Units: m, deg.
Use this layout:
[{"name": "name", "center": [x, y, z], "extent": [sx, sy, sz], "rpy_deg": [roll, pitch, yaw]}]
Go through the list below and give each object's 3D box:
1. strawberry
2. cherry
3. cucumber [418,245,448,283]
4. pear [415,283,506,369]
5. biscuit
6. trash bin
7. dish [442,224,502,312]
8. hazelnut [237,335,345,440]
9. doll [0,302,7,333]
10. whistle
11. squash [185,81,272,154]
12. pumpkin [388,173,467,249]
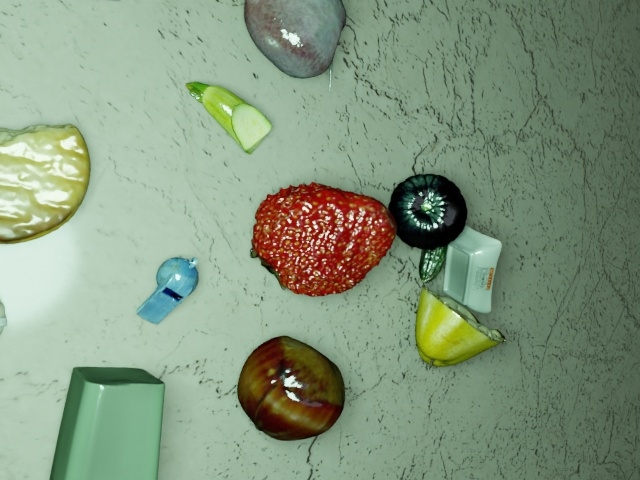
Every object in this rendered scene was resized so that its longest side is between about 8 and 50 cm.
[{"name": "strawberry", "center": [0.002, -0.004, 1.153], "extent": [0.260, 0.257, 0.261], "rpy_deg": [-5, 97, -37]}, {"name": "cherry", "center": [-0.046, -0.468, 1.165], "extent": [0.265, 0.183, 0.214], "rpy_deg": [27, 67, -31]}, {"name": "cucumber", "center": [0.318, -0.010, 1.444], "extent": [0.077, 0.077, 0.266], "rpy_deg": [16, 83, -30]}, {"name": "pear", "center": [0.323, 0.245, 1.384], "extent": [0.266, 0.267, 0.178], "rpy_deg": [31, 100, -27]}, {"name": "biscuit", "center": [-0.541, -0.099, 0.910], "extent": [0.274, 0.091, 0.214], "rpy_deg": [-5, 88, -33]}, {"name": "trash bin", "center": [-0.381, 0.405, 0.922], "extent": [0.158, 0.222, 0.344], "rpy_deg": [8, 83, -31]}, {"name": "dish", "center": [0.384, 0.081, 1.404], "extent": [0.077, 0.151, 0.213], "rpy_deg": [-10, 116, -26]}, {"name": "hazelnut", "center": [-0.067, 0.320, 1.137], "extent": [0.229, 0.229, 0.230], "rpy_deg": [1, 88, -31]}, {"name": "doll", "center": [-0.581, 0.137, 0.900], "extent": [0.084, 0.073, 0.127], "rpy_deg": [-2, 85, 2]}, {"name": "whistle", "center": [-0.299, 0.087, 1.070], "extent": [0.158, 0.090, 0.090], "rpy_deg": [-41, 115, 17]}, {"name": "squash", "center": [-0.196, -0.274, 1.133], "extent": [0.200, 0.075, 0.090], "rpy_deg": [38, 96, -23]}, {"name": "pumpkin", "center": [0.272, -0.073, 1.359], "extent": [0.201, 0.140, 0.202], "rpy_deg": [-2, 80, 10]}]
